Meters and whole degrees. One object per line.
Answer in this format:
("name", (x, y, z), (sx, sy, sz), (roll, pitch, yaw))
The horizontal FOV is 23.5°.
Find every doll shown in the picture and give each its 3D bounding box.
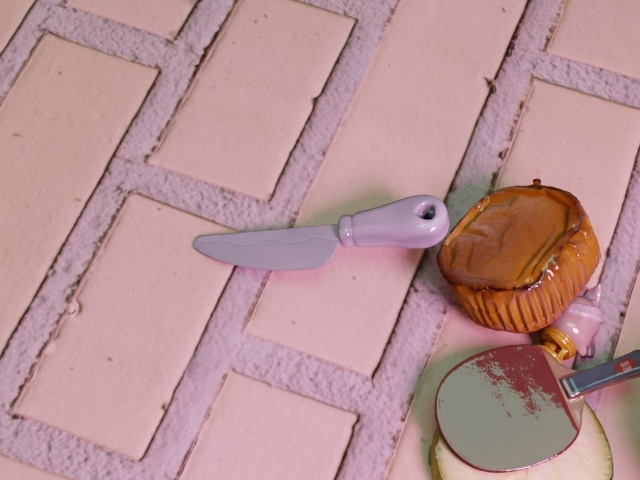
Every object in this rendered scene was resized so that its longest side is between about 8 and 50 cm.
("doll", (0.322, 0.111, 1.930), (0.084, 0.073, 0.127), (47, 65, -14))

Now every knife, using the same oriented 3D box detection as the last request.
("knife", (0.001, 0.002, 1.962), (0.331, 0.044, 0.080), (-10, 56, 5))

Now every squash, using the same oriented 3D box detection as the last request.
("squash", (0.240, 0.261, 1.842), (0.219, 0.041, 0.219), (2, 61, -4))

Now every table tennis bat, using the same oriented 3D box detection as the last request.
("table tennis bat", (0.269, 0.187, 1.848), (0.274, 0.021, 0.154), (-17, 67, -12))

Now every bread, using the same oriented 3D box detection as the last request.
("bread", (0.253, 0.026, 1.927), (0.199, 0.104, 0.199), (-17, 39, 15))
